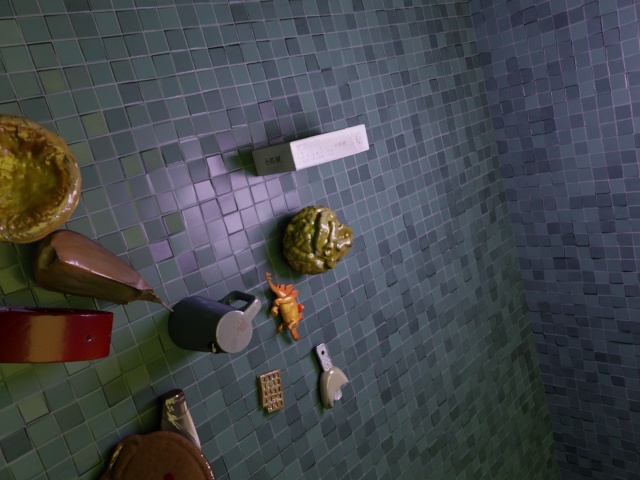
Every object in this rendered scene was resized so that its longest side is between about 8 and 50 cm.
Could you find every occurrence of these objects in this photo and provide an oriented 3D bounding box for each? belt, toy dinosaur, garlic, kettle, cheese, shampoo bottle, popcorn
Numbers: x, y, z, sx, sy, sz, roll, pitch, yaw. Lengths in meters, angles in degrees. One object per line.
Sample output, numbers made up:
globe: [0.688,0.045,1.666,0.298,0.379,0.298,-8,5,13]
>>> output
belt: [-0.638,0.208,1.186,0.324,0.227,0.115,8,82,-42]
toy dinosaur: [-0.113,0.206,1.744,0.117,0.070,0.288,-41,119,-45]
garlic: [-0.548,0.098,1.296,0.338,0.196,0.151,38,79,-42]
kettle: [-0.283,0.226,1.481,0.210,0.243,0.160,-46,117,-33]
cheese: [0.028,0.472,1.870,0.127,0.050,0.235,-31,108,-34]
shampoo bottle: [-0.398,0.600,1.480,0.126,0.084,0.349,-7,93,-35]
popcorn: [0.000,0.000,1.757,0.259,0.212,0.259,-2,93,-34]

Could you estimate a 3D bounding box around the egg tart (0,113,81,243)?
egg tart: [-0.715,-0.129,1.185,0.319,0.128,0.318,9,74,-34]

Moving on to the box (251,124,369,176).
box: [-0.029,-0.297,1.728,0.330,0.210,0.095,-21,104,-38]

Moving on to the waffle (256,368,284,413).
waffle: [-0.163,0.497,1.725,0.092,0.021,0.135,-8,94,-42]

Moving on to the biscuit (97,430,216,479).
biscuit: [-0.440,0.689,1.329,0.381,0.359,0.074,-47,160,-19]
